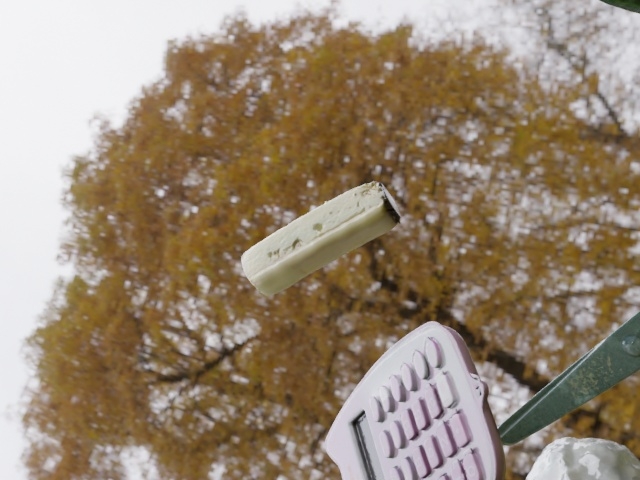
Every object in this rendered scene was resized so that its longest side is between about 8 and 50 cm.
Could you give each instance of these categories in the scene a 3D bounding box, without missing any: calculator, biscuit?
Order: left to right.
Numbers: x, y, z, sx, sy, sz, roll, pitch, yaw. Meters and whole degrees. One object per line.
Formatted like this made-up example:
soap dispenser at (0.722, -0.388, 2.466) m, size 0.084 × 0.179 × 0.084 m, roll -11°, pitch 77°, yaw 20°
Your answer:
biscuit at (0.000, 0.000, 1.332) m, size 0.188 × 0.056 × 0.052 m, roll -29°, pitch -47°, yaw 13°
calculator at (0.092, 0.202, 1.125) m, size 0.043 × 0.294 × 0.194 m, roll -1°, pitch -121°, yaw -27°

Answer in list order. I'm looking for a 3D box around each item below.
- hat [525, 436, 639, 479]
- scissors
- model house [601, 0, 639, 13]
hat at (0.134, 0.116, 0.385) m, size 0.112 × 0.162 × 0.094 m, roll 15°, pitch -93°, yaw -44°
scissors at (0.338, 0.088, 1.173) m, size 0.447 × 0.192 × 0.029 m, roll -28°, pitch -22°, yaw -26°
model house at (0.464, -0.441, 1.262) m, size 0.382 × 0.335 × 0.343 m, roll 13°, pitch -48°, yaw -22°
